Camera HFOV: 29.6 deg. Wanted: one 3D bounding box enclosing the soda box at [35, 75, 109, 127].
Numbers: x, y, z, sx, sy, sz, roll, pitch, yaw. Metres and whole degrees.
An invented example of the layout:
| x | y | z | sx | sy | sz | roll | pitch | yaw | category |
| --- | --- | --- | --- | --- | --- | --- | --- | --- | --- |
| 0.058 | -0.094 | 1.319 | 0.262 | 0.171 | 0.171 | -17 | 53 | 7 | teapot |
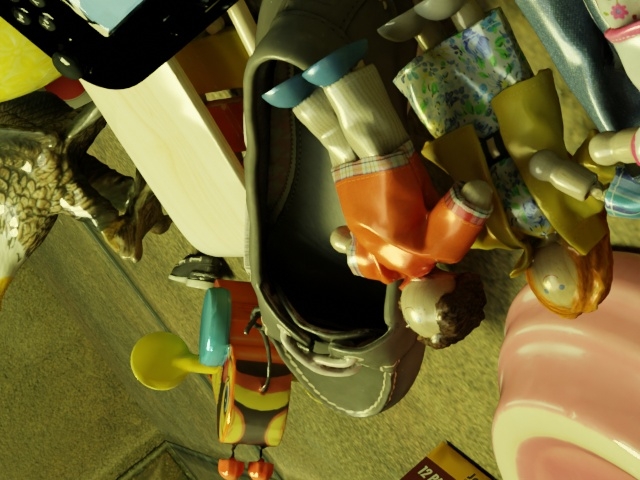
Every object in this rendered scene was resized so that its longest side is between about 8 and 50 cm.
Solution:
| x | y | z | sx | sy | sz | roll | pitch | yaw | category |
| --- | --- | --- | --- | --- | --- | --- | --- | --- | --- |
| -0.270 | -0.195 | 1.148 | 0.069 | 0.074 | 0.216 | 31 | 153 | 51 | soda box |

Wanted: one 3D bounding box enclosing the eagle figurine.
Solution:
| x | y | z | sx | sy | sz | roll | pitch | yaw | category |
| --- | --- | --- | --- | --- | --- | --- | --- | --- | --- |
| -0.286 | -0.051 | 1.056 | 0.298 | 0.225 | 0.226 | 16 | 149 | -1 | eagle figurine |

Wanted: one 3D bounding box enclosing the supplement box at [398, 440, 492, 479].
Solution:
| x | y | z | sx | sy | sz | roll | pitch | yaw | category |
| --- | --- | --- | --- | --- | --- | --- | --- | --- | --- |
| 0.099 | 0.320 | 1.041 | 0.129 | 0.194 | 0.191 | 35 | 156 | 44 | supplement box |

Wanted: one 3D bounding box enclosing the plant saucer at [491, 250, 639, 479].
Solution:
| x | y | z | sx | sy | sz | roll | pitch | yaw | category |
| --- | --- | --- | --- | --- | --- | --- | --- | --- | --- |
| 0.206 | 0.159 | 0.637 | 0.332 | 0.084 | 0.332 | 45 | 161 | 20 | plant saucer |

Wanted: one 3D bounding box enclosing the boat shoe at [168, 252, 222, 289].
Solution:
| x | y | z | sx | sy | sz | roll | pitch | yaw | category |
| --- | --- | --- | --- | --- | --- | --- | --- | --- | --- |
| -0.136 | 0.032 | 1.324 | 0.046 | 0.038 | 0.125 | 12 | 178 | -15 | boat shoe |

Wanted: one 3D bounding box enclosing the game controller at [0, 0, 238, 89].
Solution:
| x | y | z | sx | sy | sz | roll | pitch | yaw | category |
| --- | --- | --- | --- | --- | --- | --- | --- | --- | --- |
| -0.105 | -0.173 | 0.591 | 0.166 | 0.067 | 0.319 | 31 | 153 | -21 | game controller |

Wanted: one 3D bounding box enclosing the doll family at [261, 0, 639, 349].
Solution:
| x | y | z | sx | sy | sz | roll | pitch | yaw | category |
| --- | --- | --- | --- | --- | --- | --- | --- | --- | --- |
| 0.109 | -0.041 | 0.482 | 0.263 | 0.118 | 0.163 | -22 | 100 | 53 | doll family |

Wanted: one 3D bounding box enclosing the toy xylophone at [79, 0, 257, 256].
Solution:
| x | y | z | sx | sy | sz | roll | pitch | yaw | category |
| --- | --- | --- | --- | --- | --- | --- | --- | --- | --- |
| -0.069 | -0.103 | 0.803 | 0.236 | 0.081 | 0.322 | 9 | 134 | 47 | toy xylophone |

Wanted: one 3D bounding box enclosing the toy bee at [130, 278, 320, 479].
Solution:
| x | y | z | sx | sy | sz | roll | pitch | yaw | category |
| --- | --- | --- | --- | --- | --- | --- | --- | --- | --- |
| -0.073 | 0.122 | 1.068 | 0.195 | 0.162 | 0.298 | 8 | -179 | 9 | toy bee |

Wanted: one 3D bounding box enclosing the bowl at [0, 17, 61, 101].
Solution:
| x | y | z | sx | sy | sz | roll | pitch | yaw | category |
| --- | --- | --- | --- | --- | --- | --- | --- | --- | --- |
| -0.310 | -0.205 | 0.875 | 0.289 | 0.156 | 0.289 | 14 | 129 | 17 | bowl |

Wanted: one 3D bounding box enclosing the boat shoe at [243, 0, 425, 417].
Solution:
| x | y | z | sx | sy | sz | roll | pitch | yaw | category |
| --- | --- | --- | --- | --- | --- | --- | --- | --- | --- |
| 0.000 | 0.000 | 0.677 | 0.112 | 0.095 | 0.335 | 14 | 134 | 18 | boat shoe |
